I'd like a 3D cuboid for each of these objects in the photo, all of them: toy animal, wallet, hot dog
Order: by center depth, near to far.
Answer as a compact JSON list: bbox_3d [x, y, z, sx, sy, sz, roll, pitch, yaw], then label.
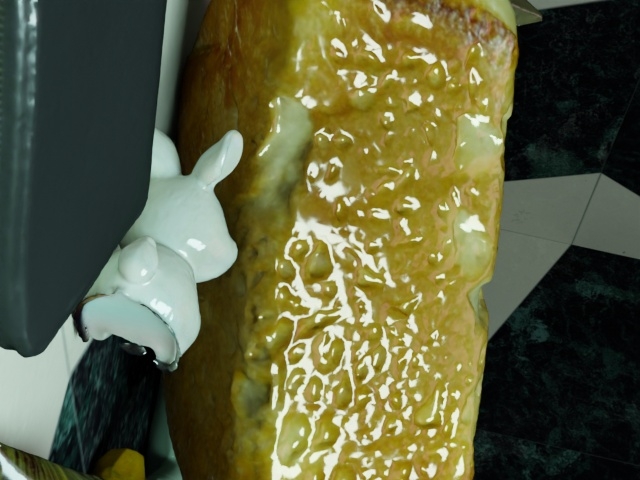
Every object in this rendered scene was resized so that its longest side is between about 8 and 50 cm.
[{"bbox_3d":[-0.097,-0.083,0.498,0.149,0.044,0.250,-67,170,-52],"label":"wallet"},{"bbox_3d":[-0.088,0.002,0.718,0.085,0.071,0.124,75,31,-46],"label":"toy animal"},{"bbox_3d":[-0.001,0.000,0.851,0.223,0.185,0.405,-160,-106,-65],"label":"hot dog"}]

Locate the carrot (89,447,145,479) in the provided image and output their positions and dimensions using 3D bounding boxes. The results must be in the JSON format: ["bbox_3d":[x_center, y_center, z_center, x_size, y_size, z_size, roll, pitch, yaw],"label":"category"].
[{"bbox_3d":[-0.145,0.208,0.791,0.042,0.042,0.170,98,7,-52],"label":"carrot"}]

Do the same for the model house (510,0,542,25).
[{"bbox_3d":[0.102,-0.240,1.299,0.176,0.248,0.181,115,-15,-45],"label":"model house"}]

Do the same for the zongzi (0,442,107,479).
[{"bbox_3d":[-0.073,0.221,0.617,0.111,0.247,0.241,-39,159,-15],"label":"zongzi"}]

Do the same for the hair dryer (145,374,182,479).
[{"bbox_3d":[-0.123,0.156,0.949,0.237,0.075,0.206,-53,149,-63],"label":"hair dryer"}]
